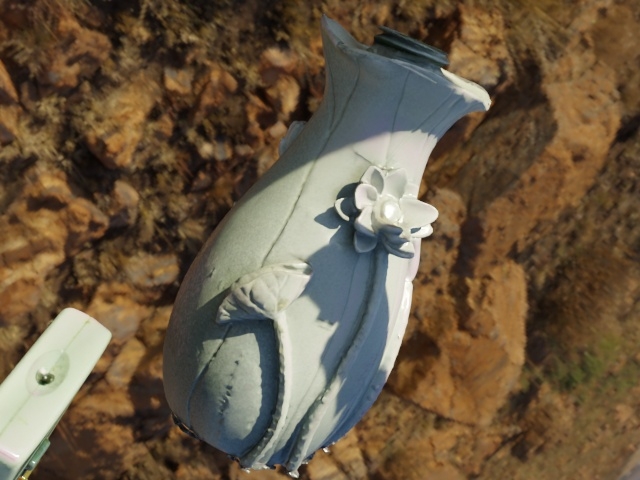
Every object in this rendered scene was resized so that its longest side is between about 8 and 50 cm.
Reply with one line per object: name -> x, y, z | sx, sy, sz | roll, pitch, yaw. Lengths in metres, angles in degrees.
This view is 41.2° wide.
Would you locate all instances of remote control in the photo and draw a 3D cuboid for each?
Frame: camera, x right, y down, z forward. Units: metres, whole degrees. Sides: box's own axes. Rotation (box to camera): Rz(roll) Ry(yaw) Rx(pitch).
remote control -> -0.270, 0.203, 0.665 | 0.344, 0.050, 0.145 | -53, -172, 34

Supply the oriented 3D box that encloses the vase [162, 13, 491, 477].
vase -> 0.000, 0.000, 0.876 | 0.250, 0.250, 0.445 | 1, 119, -55
